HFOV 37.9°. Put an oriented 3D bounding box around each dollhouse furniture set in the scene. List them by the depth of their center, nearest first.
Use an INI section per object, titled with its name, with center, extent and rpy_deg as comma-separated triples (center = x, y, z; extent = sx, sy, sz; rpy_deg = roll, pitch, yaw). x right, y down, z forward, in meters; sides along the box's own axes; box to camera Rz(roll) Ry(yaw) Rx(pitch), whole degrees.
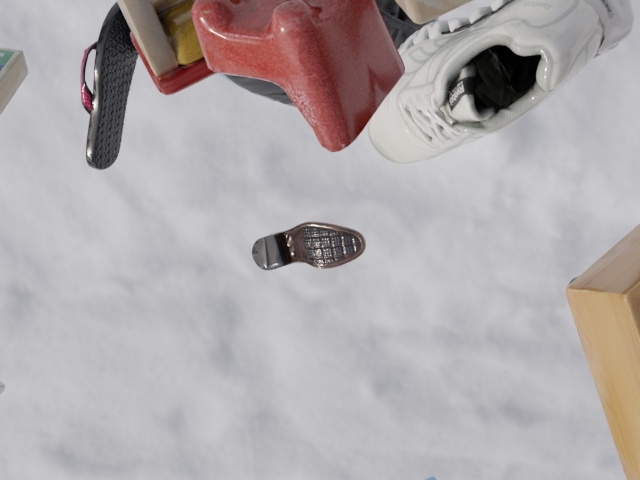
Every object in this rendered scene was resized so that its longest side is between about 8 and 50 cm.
[dollhouse furniture set]
center = 0.098, -0.136, 0.466
extent = 0.374, 0.201, 0.152
rpy_deg = -28, 134, -4

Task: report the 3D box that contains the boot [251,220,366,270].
[boot]
center = 0.000, 0.000, 1.551
extent = 0.219, 0.106, 0.082
rpy_deg = -4, 101, 35

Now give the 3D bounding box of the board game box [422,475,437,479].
[board game box]
center = 0.075, 0.424, 1.246
extent = 0.212, 0.039, 0.160
rpy_deg = -17, 113, -13

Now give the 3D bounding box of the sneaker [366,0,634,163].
[sneaker]
center = 0.118, -0.128, 0.781
extent = 0.110, 0.118, 0.292
rpy_deg = 45, 147, -10

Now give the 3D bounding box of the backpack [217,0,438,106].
[backpack]
center = -0.010, -0.288, 1.083
extent = 0.290, 0.273, 0.355
rpy_deg = -39, 141, 21

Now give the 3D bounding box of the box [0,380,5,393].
[box]
center = -0.418, 0.166, 0.866
extent = 0.119, 0.182, 0.181
rpy_deg = 41, 80, 4

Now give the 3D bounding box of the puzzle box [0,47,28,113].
[puzzle box]
center = -0.726, -0.239, 1.533
extent = 0.409, 0.272, 0.052
rpy_deg = 9, 138, 8

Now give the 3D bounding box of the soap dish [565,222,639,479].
[soap dish]
center = 0.315, 0.056, 0.677
extent = 0.291, 0.118, 0.229
rpy_deg = -34, 113, -27

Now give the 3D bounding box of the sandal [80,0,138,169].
[sandal]
center = -0.223, -0.159, 0.950
extent = 0.040, 0.067, 0.179
rpy_deg = 23, 115, 17
